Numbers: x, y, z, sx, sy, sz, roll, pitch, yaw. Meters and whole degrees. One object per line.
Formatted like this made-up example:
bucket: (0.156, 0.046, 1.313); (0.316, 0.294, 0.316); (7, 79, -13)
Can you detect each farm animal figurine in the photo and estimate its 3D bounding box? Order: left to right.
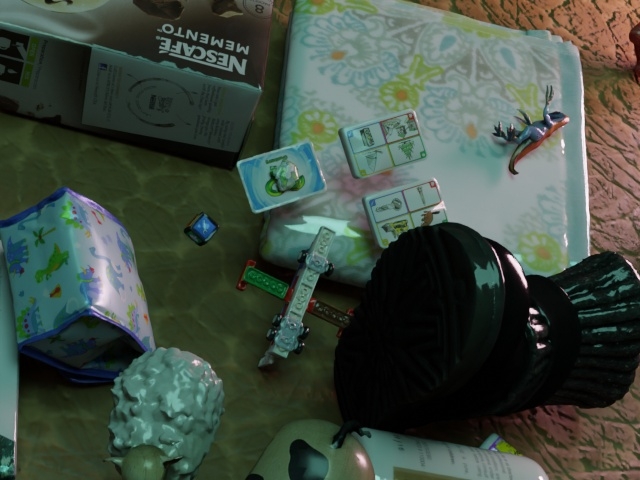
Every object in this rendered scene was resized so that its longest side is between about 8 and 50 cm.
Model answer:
farm animal figurine: (-0.043, 0.267, 1.157); (0.330, 0.172, 0.327); (20, 76, 6)

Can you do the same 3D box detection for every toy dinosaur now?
toy dinosaur: (0.212, -0.107, 1.608); (0.082, 0.047, 0.090); (0, 86, -29)

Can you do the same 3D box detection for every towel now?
towel: (0.110, -0.092, 1.632); (0.320, 0.090, 0.374); (12, 50, -8)

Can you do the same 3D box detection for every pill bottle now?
pill bottle: (0.126, 0.237, 1.345); (0.229, 0.131, 0.131); (11, 50, -12)
pill bottle: (0.173, 0.212, 1.440); (0.083, 0.043, 0.043); (38, 50, 11)

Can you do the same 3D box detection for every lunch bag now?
lunch bag: (-0.196, 0.046, 1.380); (0.151, 0.096, 0.129); (31, 38, -55)

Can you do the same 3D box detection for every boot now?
boot: (0.171, 0.067, 1.355); (0.260, 0.348, 0.131); (-7, 73, -16)

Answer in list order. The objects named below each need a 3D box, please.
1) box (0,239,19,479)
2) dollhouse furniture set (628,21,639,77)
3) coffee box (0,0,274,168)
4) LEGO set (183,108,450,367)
box: (-0.405, 0.088, 1.309); (0.322, 0.058, 0.232); (6, 51, -16)
dollhouse furniture set: (0.515, -0.188, 1.796); (0.374, 0.201, 0.152); (40, 50, 21)
coffee box: (-0.202, -0.199, 1.572); (0.297, 0.119, 0.168); (14, 49, -10)
LEGO set: (0.000, 0.000, 1.466); (0.244, 0.060, 0.182); (-18, 89, -23)
